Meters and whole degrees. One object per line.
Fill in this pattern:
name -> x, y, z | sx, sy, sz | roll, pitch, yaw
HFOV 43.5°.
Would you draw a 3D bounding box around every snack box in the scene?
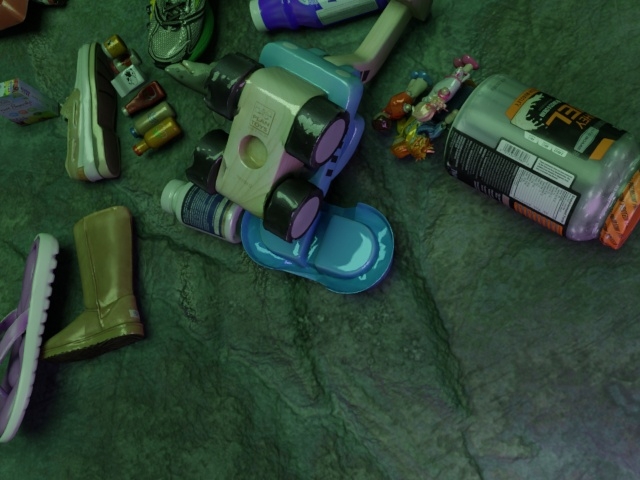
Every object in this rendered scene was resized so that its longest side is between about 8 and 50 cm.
snack box -> -0.645, -0.294, 1.723 | 0.100, 0.141, 0.037 | -13, 74, 15

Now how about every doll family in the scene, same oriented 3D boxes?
doll family -> 0.192, -0.214, 1.406 | 0.118, 0.263, 0.163 | 43, 78, -15

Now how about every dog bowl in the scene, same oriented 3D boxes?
dog bowl -> 0.000, 0.000, 1.471 | 0.297, 0.074, 0.166 | 18, 83, 21

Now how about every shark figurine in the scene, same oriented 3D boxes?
shark figurine -> -0.162, -0.272, 1.599 | 0.278, 0.166, 0.116 | 23, 111, 5

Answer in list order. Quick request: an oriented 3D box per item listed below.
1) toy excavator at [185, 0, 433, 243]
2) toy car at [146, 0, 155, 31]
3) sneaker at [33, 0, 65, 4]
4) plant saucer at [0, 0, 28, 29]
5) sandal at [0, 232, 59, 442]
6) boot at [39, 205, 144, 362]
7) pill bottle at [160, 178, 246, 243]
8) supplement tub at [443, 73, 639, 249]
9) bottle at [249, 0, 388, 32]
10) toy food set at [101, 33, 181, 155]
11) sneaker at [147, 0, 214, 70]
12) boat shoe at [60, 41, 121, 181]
toy excavator -> 0.012, -0.265, 1.417 | 0.222, 0.445, 0.433 | 30, 121, 17
toy car -> -0.352, -0.556, 1.740 | 0.225, 0.053, 0.239 | 27, 85, 23
sneaker -> -0.623, -0.647, 1.835 | 0.093, 0.088, 0.225 | 2, 77, 20
plant saucer -> -0.758, -0.603, 1.851 | 0.259, 0.048, 0.258 | -5, 75, 34
sandal -> -0.606, 0.183, 1.576 | 0.169, 0.102, 0.416 | -30, 50, 57
boot -> -0.463, 0.092, 1.601 | 0.236, 0.089, 0.269 | -18, 69, 10
pill bottle -> -0.219, -0.062, 1.548 | 0.169, 0.094, 0.094 | 19, 83, 21
supplement tub -> 0.378, -0.126, 1.312 | 0.316, 0.193, 0.193 | 32, 88, 22
bottle -> 0.002, -0.482, 1.581 | 0.283, 0.092, 0.118 | -12, 75, 15
toy food set -> -0.386, -0.295, 1.645 | 0.104, 0.111, 0.232 | -33, 100, 8
sneaker -> -0.284, -0.504, 1.600 | 0.134, 0.146, 0.343 | 8, 82, 12
boat shoe -> -0.491, -0.271, 1.682 | 0.103, 0.113, 0.302 | -9, 74, 10
